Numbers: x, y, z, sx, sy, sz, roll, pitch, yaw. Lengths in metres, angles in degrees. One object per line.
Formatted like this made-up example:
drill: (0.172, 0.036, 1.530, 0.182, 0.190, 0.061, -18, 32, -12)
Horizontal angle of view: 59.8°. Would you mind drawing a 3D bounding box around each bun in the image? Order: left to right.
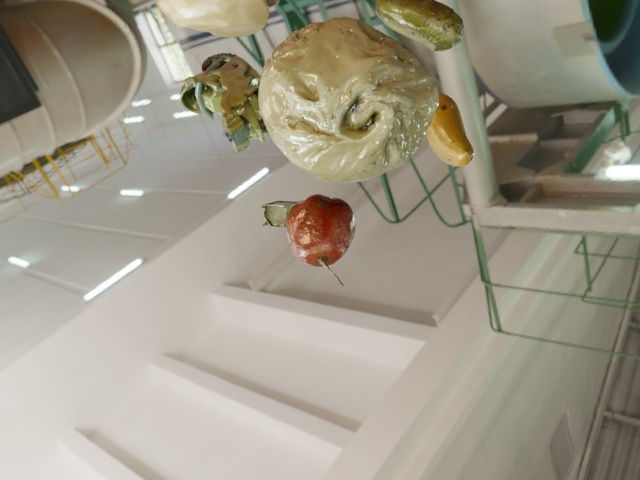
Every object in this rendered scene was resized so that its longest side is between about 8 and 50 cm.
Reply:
bun: (0.051, -0.268, 1.134, 0.362, 0.326, 0.234, 16, -152, -13)

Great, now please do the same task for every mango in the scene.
mango: (0.361, -0.314, 1.615, 0.109, 0.157, 0.262, -12, -124, -1)

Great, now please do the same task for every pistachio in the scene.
pistachio: (-0.252, -0.606, 1.328, 0.321, 0.238, 0.229, 18, -109, 12)

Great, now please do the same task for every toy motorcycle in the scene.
toy motorcycle: (-0.251, -0.412, 1.607, 0.237, 0.169, 0.410, -38, -124, -15)

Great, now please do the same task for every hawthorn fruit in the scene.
hawthorn fruit: (0.000, 0.000, 1.255, 0.162, 0.162, 0.203, -9, -122, 24)

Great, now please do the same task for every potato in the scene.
potato: (0.255, -0.576, 1.438, 0.251, 0.113, 0.149, 33, -152, 8)

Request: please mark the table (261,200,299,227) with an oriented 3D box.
table: (-0.102, -0.068, 1.461, 0.079, 0.062, 0.083, 3, -168, 29)
